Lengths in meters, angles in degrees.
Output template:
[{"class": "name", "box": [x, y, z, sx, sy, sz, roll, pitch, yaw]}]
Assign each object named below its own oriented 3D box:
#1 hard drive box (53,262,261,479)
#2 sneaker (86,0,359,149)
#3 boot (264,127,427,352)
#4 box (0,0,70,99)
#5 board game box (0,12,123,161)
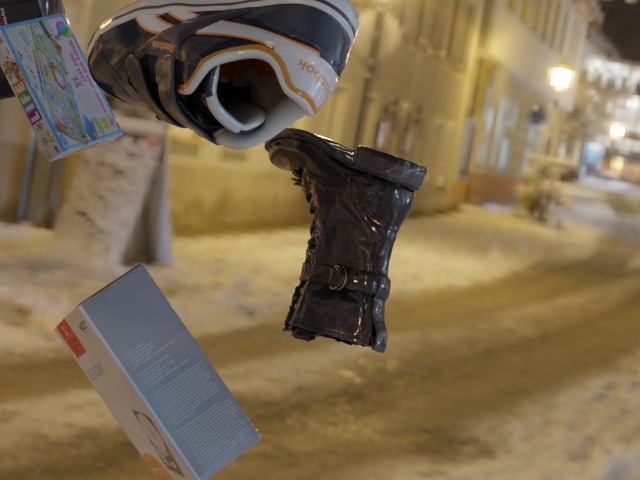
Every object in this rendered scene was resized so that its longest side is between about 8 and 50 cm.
[{"class": "hard drive box", "box": [-0.184, 0.156, 1.702, 0.089, 0.232, 0.181, -34, -1, -21]}, {"class": "sneaker", "box": [-0.119, -0.162, 1.488, 0.321, 0.127, 0.126, -6, -36, 38]}, {"class": "boot", "box": [0.000, 0.000, 1.743, 0.091, 0.229, 0.263, 17, 1, -43]}, {"class": "box", "box": [-0.499, -0.281, 2.167, 0.270, 0.143, 0.165, -11, 27, 3]}, {"class": "board game box", "box": [-0.292, -0.170, 1.693, 0.026, 0.154, 0.103, -27, -1, 37]}]
